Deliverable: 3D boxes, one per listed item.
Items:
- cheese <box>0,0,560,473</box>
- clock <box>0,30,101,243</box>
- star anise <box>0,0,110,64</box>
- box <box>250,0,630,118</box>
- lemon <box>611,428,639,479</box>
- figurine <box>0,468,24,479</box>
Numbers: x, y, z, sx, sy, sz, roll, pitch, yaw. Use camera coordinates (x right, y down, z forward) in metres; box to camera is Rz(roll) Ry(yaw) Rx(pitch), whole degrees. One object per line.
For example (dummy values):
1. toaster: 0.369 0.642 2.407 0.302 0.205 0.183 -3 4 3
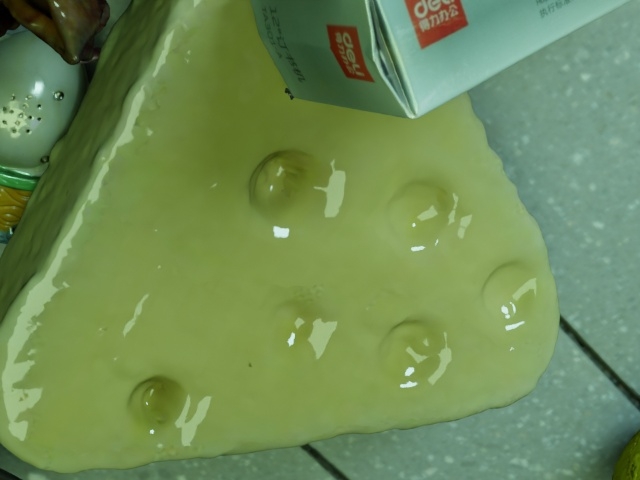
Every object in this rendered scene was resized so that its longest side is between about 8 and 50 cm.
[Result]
1. cheese: 0.001 -0.001 0.849 0.383 0.104 0.384 -6 109 -17
2. clock: -0.239 -0.089 0.846 0.230 0.103 0.144 20 105 -14
3. star anise: -0.181 -0.187 0.745 0.196 0.111 0.213 -14 90 36
4. box: 0.103 -0.158 0.717 0.269 0.135 0.079 -30 112 -21
5. lemon: 0.308 0.195 0.964 0.206 0.173 0.174 -17 119 -8
6. figurine: -0.352 0.126 0.906 0.377 0.266 0.361 13 137 -33
